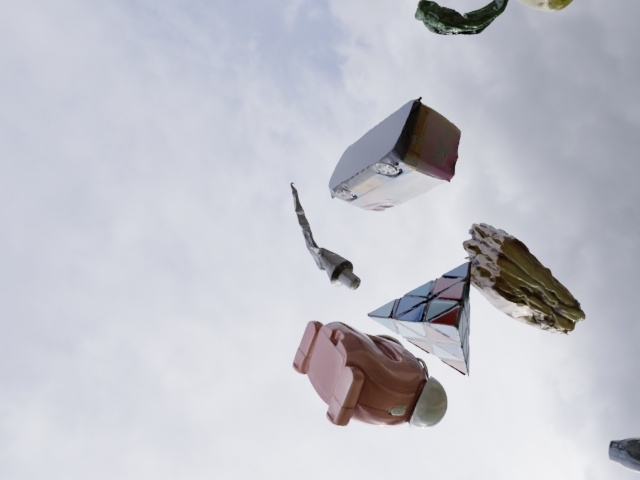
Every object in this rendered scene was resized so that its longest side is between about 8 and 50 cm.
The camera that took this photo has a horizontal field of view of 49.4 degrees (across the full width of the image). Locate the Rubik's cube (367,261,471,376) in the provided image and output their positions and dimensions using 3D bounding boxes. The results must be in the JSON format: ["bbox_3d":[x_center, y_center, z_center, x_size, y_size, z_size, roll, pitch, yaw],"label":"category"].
[{"bbox_3d":[0.298,0.158,1.555,0.284,0.234,0.250,36,-92,1],"label":"Rubik's cube"}]

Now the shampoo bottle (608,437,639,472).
[{"bbox_3d":[0.688,0.427,1.357,0.087,0.233,0.049,-44,-58,-44],"label":"shampoo bottle"}]

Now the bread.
[{"bbox_3d":[0.519,0.115,1.874,0.324,0.167,0.277,43,-176,-14],"label":"bread"}]

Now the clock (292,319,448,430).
[{"bbox_3d":[0.068,0.162,0.866,0.162,0.166,0.093,14,-75,-30],"label":"clock"}]

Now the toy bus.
[{"bbox_3d":[0.170,-0.174,1.654,0.162,0.386,0.171,29,-111,-16],"label":"toy bus"}]

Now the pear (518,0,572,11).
[{"bbox_3d":[0.470,-0.579,1.440,0.200,0.200,0.200,23,-125,-37],"label":"pear"}]

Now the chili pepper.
[{"bbox_3d":[0.273,-0.434,1.342,0.050,0.182,0.073,8,-103,-89],"label":"chili pepper"}]

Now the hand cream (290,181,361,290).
[{"bbox_3d":[-0.003,0.002,1.235,0.257,0.050,0.084,55,167,39],"label":"hand cream"}]
